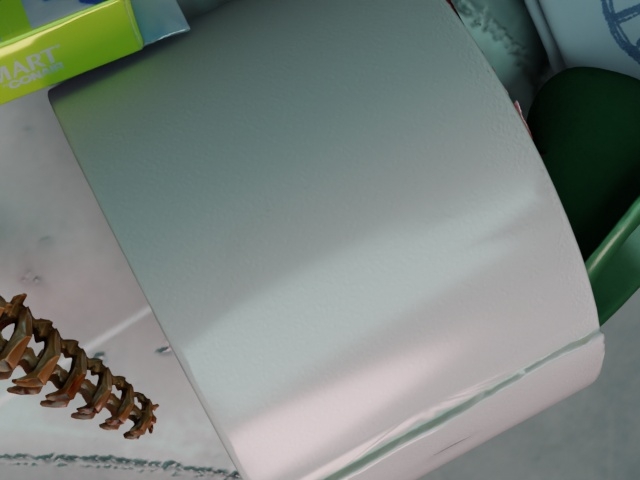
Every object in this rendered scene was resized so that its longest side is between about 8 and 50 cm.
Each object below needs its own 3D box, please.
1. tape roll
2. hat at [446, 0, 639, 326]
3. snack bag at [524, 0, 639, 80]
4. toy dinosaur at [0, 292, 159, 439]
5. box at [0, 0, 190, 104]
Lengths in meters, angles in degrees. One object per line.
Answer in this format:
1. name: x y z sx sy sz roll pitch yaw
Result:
1. tape roll: 0.000 0.000 0.638 0.169 0.246 0.246 -28 119 -7
2. hat: 0.122 -0.068 0.737 0.173 0.183 0.208 -34 157 -34
3. snack bag: 0.311 -0.131 0.807 0.342 0.037 0.323 -34 120 -3
4. toy dinosaur: -0.246 0.060 0.620 0.321 0.164 0.218 5 74 6
5. box: -0.159 -0.106 0.574 0.178 0.109 0.042 -22 151 -7
